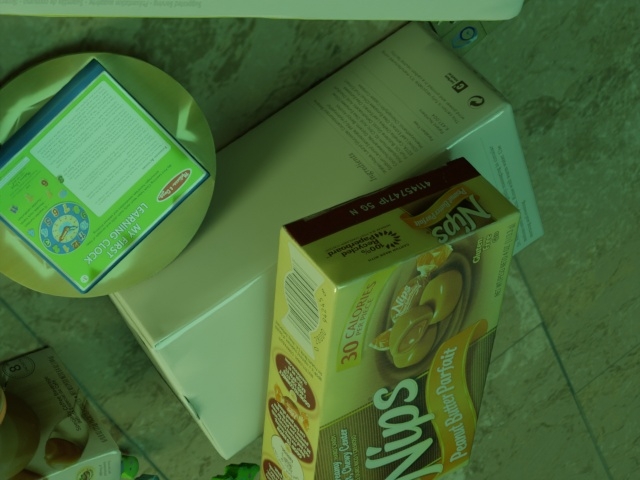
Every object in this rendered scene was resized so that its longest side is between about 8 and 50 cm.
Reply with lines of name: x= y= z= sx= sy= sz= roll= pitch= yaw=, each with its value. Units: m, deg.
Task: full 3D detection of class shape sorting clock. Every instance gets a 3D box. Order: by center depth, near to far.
shape sorting clock: x=-0.183 y=-0.051 z=1.316 sx=0.206 sy=0.040 sz=0.206 roll=-6 pitch=111 yaw=-15

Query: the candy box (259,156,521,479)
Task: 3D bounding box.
candy box: x=0.052 y=0.097 z=1.407 sx=0.183 sy=0.087 sz=0.316 roll=-20 pitch=139 yaw=-26

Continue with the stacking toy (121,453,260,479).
stacking toy: x=-0.180 y=0.258 z=1.508 sx=0.221 sy=0.167 sz=0.052 roll=-33 pitch=117 yaw=-50

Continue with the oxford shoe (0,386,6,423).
oxford shoe: x=-0.415 y=0.146 z=1.281 sx=0.364 sy=0.130 sz=0.132 roll=-17 pitch=129 yaw=-29

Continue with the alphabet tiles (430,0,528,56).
alphabet tiles: x=0.152 y=-0.285 z=1.441 sx=0.198 sy=0.009 sz=0.237 roll=-40 pitch=142 yaw=-1

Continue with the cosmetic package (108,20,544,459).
cosmetic package: x=0.000 y=0.000 z=1.466 sx=0.366 sy=0.155 sz=0.197 roll=-33 pitch=141 yaw=-9

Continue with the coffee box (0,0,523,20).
coffee box: x=-0.059 y=-0.340 z=0.901 sx=0.338 sy=0.338 sz=0.334 roll=-3 pitch=128 yaw=-25

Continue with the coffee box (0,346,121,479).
coffee box: x=-0.310 y=0.206 z=1.412 sx=0.247 sy=0.141 sz=0.098 roll=-20 pitch=138 yaw=-26
